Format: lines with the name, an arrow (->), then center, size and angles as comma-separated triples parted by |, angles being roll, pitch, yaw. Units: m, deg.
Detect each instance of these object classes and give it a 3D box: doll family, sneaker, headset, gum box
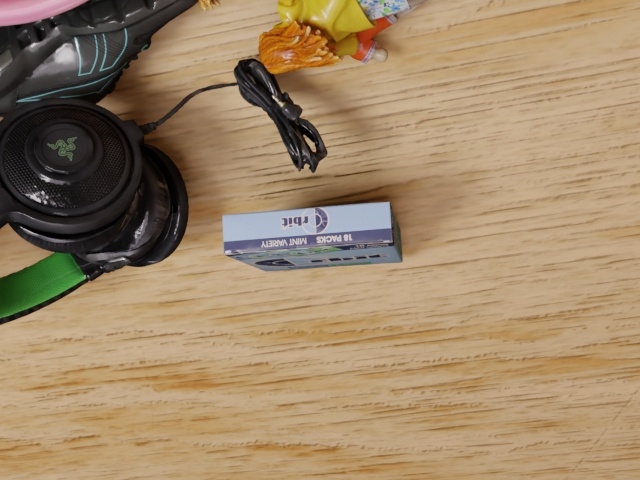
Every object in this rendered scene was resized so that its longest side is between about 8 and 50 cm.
doll family -> -0.024, -0.233, 0.686 | 0.163, 0.118, 0.263 | -31, 117, 21
sneaker -> -0.217, -0.191, 0.771 | 0.267, 0.101, 0.106 | -22, 153, 11
headset -> -0.193, -0.028, 0.780 | 0.394, 0.243, 0.185 | -38, 77, 1
gum box -> 0.000, 0.000, 0.837 | 0.156, 0.184, 0.041 | -4, 83, 8

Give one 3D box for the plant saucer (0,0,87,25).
plant saucer -> -0.272, -0.334, 0.624 | 0.331, 0.084, 0.332 | -6, 125, -9
